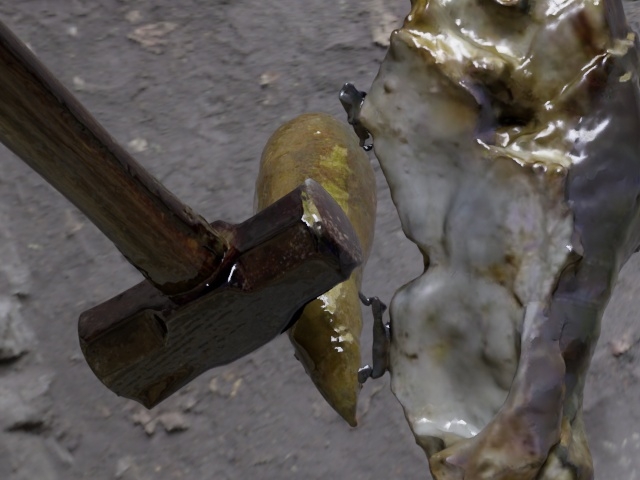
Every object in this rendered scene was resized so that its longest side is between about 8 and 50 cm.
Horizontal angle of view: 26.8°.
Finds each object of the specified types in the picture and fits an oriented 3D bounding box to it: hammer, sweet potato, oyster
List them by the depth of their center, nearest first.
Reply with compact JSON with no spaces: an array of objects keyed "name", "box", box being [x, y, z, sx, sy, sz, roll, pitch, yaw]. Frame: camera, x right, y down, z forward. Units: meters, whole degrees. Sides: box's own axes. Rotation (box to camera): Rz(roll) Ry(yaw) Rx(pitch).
[{"name":"oyster","box":[0.100,-0.013,0.735,0.133,0.198,0.337,1,79,59]},{"name":"hammer","box":[-0.159,-0.033,1.011,0.242,0.095,0.409,-30,135,15]},{"name":"sweet potato","box":[-0.002,-0.002,1.311,0.130,0.422,0.130,-2,127,-3]}]
